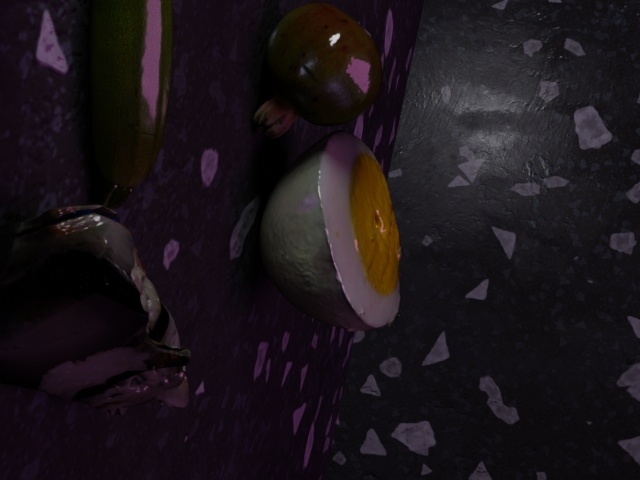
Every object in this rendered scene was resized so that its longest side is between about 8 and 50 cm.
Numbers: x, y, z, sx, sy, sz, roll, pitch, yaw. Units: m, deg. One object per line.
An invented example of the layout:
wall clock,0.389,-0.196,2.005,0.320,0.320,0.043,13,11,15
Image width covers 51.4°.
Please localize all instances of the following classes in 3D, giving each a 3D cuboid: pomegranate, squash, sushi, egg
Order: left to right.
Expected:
sushi,-0.178,0.067,0.572,0.273,0.134,0.109,55,16,-61
squash,-0.158,-0.141,0.556,0.066,0.066,0.252,-50,149,-67
pomegranate,-0.014,-0.234,0.965,0.210,0.180,0.180,-41,170,6
egg,0.000,0.000,1.108,0.337,0.201,0.336,40,44,-52
